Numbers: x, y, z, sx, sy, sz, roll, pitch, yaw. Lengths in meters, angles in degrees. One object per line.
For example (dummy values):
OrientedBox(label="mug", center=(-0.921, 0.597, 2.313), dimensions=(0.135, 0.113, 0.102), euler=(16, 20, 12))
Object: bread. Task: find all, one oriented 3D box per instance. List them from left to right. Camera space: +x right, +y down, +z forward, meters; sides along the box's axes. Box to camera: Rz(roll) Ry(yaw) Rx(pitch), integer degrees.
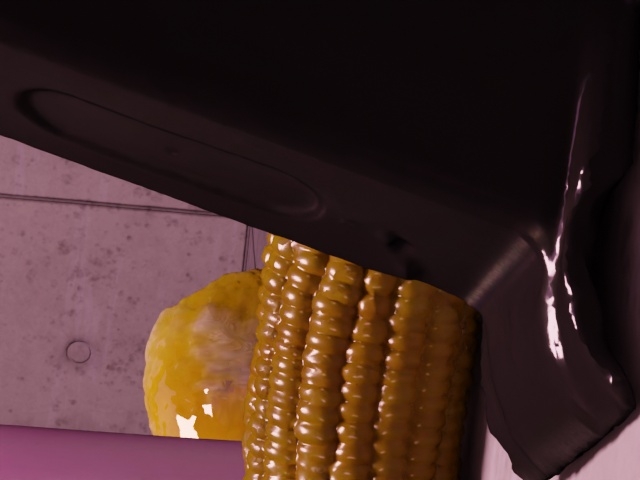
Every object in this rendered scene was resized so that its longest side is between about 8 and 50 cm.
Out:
OrientedBox(label="bread", center=(-0.052, 0.134, 1.477), dimensions=(0.170, 0.197, 0.197), euler=(91, 180, -61))

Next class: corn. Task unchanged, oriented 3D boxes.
OrientedBox(label="corn", center=(0.021, 0.130, 1.004), dimensions=(0.131, 0.131, 0.344), euler=(-122, 35, -81))

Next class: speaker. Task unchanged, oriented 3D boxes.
OrientedBox(label="speaker", center=(-0.041, -0.060, 0.757), dimensions=(0.180, 0.388, 0.184), euler=(112, 178, -67))

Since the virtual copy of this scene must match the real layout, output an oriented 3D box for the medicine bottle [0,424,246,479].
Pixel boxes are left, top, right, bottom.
OrientedBox(label="medicine bottle", center=(-0.087, 0.217, 1.158), dimensions=(0.178, 0.290, 0.178), euler=(-175, 90, -84))
